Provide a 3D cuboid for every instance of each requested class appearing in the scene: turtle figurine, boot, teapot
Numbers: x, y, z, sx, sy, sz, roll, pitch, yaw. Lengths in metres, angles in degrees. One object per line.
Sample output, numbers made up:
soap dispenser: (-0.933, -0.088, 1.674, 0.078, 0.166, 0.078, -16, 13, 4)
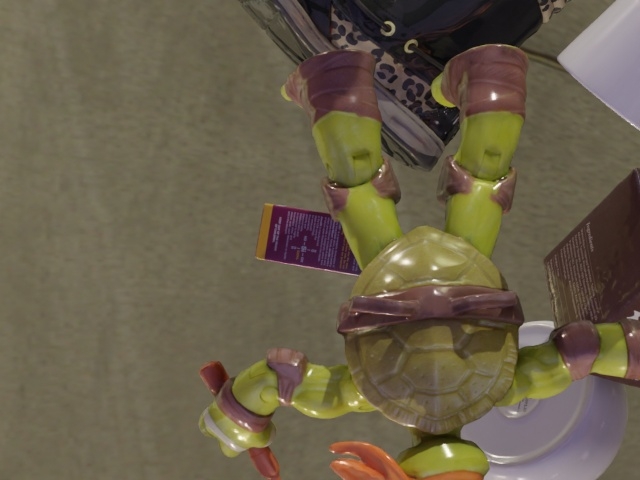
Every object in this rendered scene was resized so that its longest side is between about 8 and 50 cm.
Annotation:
turtle figurine: (0.032, 0.027, 0.640, 0.269, 0.087, 0.217, -7, 73, 8)
boot: (0.048, -0.184, 1.003, 0.178, 0.085, 0.236, -46, 107, -6)
teapot: (0.306, 0.246, 1.979, 0.256, 0.187, 0.252, -44, 41, 4)

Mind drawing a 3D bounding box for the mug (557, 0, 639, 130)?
mug: (0.141, -0.080, 0.610, 0.062, 0.078, 0.064, 40, 105, 10)

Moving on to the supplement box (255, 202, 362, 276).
supplement box: (0.000, 0.000, 1.107, 0.083, 0.055, 0.043, 9, 90, 12)

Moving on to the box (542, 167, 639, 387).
box: (0.400, 0.052, 1.815, 0.203, 0.168, 0.167, -51, 31, 44)
